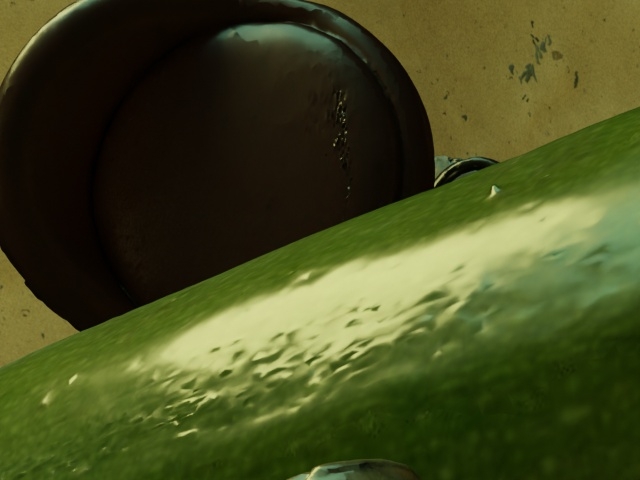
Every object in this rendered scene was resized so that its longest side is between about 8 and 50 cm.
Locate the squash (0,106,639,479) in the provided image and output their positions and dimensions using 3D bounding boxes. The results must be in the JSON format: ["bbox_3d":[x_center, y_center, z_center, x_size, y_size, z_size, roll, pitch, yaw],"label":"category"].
[{"bbox_3d":[0.059,0.112,0.577,0.384,0.263,0.263,-23,-6,30],"label":"squash"}]

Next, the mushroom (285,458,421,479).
[{"bbox_3d":[0.001,0.152,0.327,0.278,0.096,0.099,-71,-1,-56],"label":"mushroom"}]

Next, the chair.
[{"bbox_3d":[0.000,0.000,0.923,0.227,0.226,0.401,-22,-22,18],"label":"chair"}]
